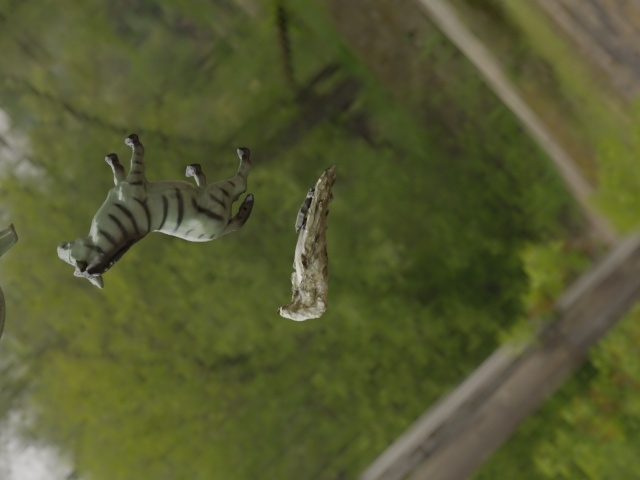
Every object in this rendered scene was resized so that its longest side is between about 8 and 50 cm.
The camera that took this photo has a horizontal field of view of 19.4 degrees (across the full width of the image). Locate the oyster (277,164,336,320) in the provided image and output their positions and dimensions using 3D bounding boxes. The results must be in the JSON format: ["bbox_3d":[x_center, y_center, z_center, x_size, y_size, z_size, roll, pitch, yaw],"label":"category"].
[{"bbox_3d":[-0.003,-0.002,2.416,0.061,0.200,0.106,12,-167,3],"label":"oyster"}]

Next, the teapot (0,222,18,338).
[{"bbox_3d":[-0.496,0.083,2.329,0.149,0.220,0.318,11,-174,17],"label":"teapot"}]

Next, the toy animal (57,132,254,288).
[{"bbox_3d":[-0.177,-0.030,2.045,0.073,0.217,0.176,113,156,-55],"label":"toy animal"}]
